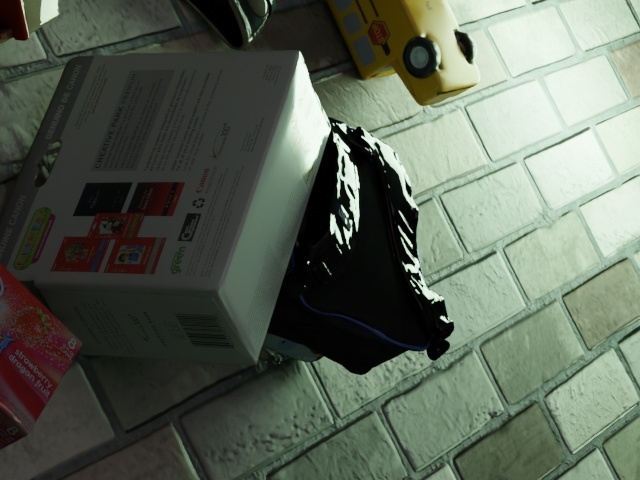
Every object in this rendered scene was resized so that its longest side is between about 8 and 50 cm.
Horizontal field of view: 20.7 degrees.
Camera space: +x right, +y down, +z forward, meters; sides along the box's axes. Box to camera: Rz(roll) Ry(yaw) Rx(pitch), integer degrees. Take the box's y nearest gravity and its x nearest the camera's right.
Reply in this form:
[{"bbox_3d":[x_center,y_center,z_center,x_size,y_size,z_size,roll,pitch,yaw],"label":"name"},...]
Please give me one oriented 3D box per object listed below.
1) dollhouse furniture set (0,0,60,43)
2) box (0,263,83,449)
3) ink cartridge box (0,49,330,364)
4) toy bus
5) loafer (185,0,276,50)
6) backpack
[{"bbox_3d":[-0.347,-0.328,1.753,0.135,0.262,0.259,-37,128,-50],"label":"dollhouse furniture set"},{"bbox_3d":[-0.359,0.069,1.579,0.257,0.122,0.128,47,39,-18],"label":"box"},{"bbox_3d":[-0.165,-0.041,1.793,0.130,0.271,0.309,66,34,-49],"label":"ink cartridge box"},{"bbox_3d":[0.082,-0.330,2.314,0.108,0.130,0.333,-17,81,-52],"label":"toy bus"},{"bbox_3d":[-0.158,-0.336,2.082,0.267,0.096,0.084,42,48,-26],"label":"loafer"},{"bbox_3d":[0.000,0.000,1.960,0.276,0.213,0.263,30,53,-45],"label":"backpack"}]
